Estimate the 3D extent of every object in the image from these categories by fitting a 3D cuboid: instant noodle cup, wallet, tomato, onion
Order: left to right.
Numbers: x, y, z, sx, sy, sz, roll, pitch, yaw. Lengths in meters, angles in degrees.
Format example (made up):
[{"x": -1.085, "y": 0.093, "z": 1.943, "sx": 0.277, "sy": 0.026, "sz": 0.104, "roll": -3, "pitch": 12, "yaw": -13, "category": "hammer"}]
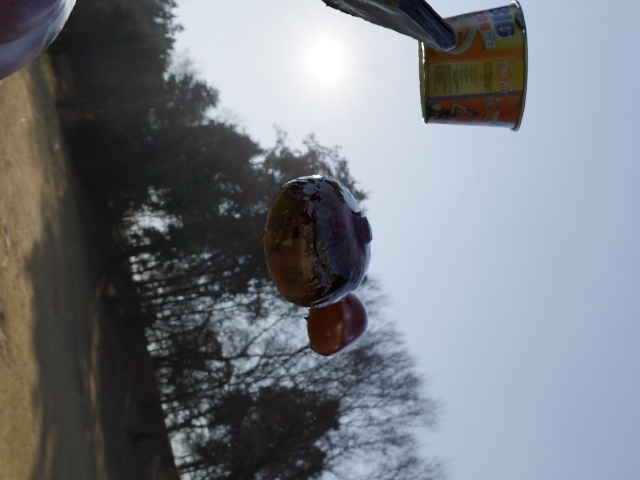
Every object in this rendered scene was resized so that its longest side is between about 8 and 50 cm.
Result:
[{"x": 0.000, "y": 0.000, "z": 1.183, "sx": 0.246, "sy": 0.190, "sz": 0.246, "roll": -7, "pitch": 90, "yaw": -70, "category": "onion"}, {"x": 0.043, "y": 0.196, "z": 1.594, "sx": 0.167, "sy": 0.167, "sz": 0.167, "roll": 170, "pitch": -90, "yaw": -74, "category": "tomato"}, {"x": 0.050, "y": -0.286, "z": 0.766, "sx": 0.232, "sy": 0.122, "sz": 0.031, "roll": 39, "pitch": -81, "yaw": 39, "category": "wallet"}, {"x": 0.335, "y": -0.382, "z": 1.489, "sx": 0.296, "sy": 0.214, "sz": 0.296, "roll": -4, "pitch": 90, "yaw": -84, "category": "instant noodle cup"}]

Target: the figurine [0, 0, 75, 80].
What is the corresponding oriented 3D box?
[{"x": -0.268, "y": -0.201, "z": 0.385, "sx": 0.211, "sy": 0.261, "sz": 0.270, "roll": -36, "pitch": -140, "yaw": 56, "category": "figurine"}]
